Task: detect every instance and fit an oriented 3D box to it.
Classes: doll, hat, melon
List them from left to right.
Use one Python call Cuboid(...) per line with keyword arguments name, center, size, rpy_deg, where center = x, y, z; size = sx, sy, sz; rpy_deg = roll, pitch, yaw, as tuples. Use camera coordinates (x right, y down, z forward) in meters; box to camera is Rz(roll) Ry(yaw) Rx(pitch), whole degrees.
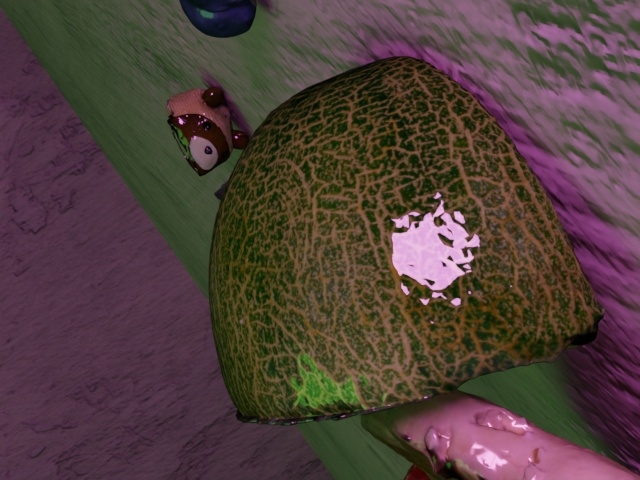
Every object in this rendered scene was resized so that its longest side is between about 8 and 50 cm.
Cuboid(name="hat", center=(-0.107, -0.109, 1.110), size=(0.077, 0.059, 0.076), rpy_deg=(61, -176, -16))
Cuboid(name="doll", center=(-0.071, -0.170, 0.762), size=(0.076, 0.050, 0.083), rpy_deg=(54, 173, 17))
Cuboid(name="melon", center=(0.000, 0.000, 0.624), size=(0.265, 0.129, 0.169), rpy_deg=(-13, 93, 62))

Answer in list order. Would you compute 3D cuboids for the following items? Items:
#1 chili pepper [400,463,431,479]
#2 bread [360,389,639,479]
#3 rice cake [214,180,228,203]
Cuboid(name="chili pepper", center=(0.146, 0.312, 1.399), size=(0.123, 0.073, 0.070), rpy_deg=(49, 128, 10))
Cuboid(name="bread", center=(0.164, 0.166, 0.645), size=(0.316, 0.054, 0.316), rpy_deg=(31, 170, 6))
Cuboid(name="rice cake", center=(-0.063, -0.033, 1.237), size=(0.043, 0.034, 0.211), rpy_deg=(47, 171, -21))
